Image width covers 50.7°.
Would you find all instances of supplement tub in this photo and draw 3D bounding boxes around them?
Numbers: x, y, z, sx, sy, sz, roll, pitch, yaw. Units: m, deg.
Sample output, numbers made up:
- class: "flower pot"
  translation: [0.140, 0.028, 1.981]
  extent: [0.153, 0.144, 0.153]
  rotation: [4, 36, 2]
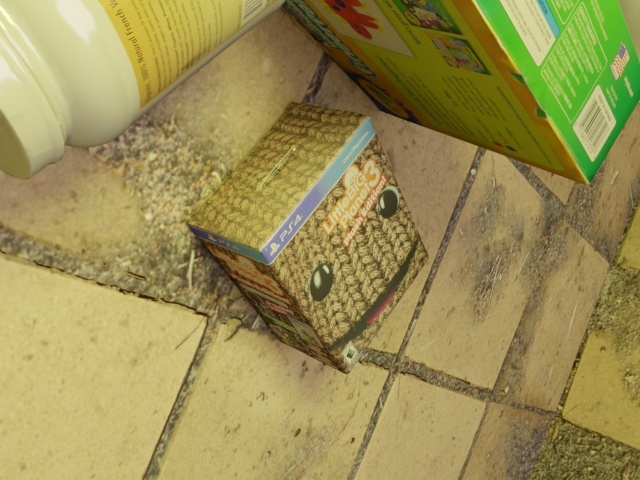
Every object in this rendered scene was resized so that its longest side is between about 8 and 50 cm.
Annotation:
- class: "supplement tub"
  translation: [-0.189, -0.222, 0.568]
  extent: [0.316, 0.228, 0.228]
  rotation: [-47, 135, -26]

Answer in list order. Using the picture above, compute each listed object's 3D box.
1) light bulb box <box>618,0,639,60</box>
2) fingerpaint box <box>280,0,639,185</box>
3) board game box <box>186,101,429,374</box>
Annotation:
- class: "light bulb box"
  translation: [0.323, -0.426, 0.967]
  extent: [0.358, 0.361, 0.225]
  rotation: [41, 73, -48]
- class: "fingerpaint box"
  translation: [0.135, -0.278, 0.797]
  extent: [0.445, 0.371, 0.163]
  rotation: [32, 89, -49]
- class: "board game box"
  translation: [0.000, 0.000, 0.939]
  extent: [0.232, 0.141, 0.291]
  rotation: [-53, 137, -21]
